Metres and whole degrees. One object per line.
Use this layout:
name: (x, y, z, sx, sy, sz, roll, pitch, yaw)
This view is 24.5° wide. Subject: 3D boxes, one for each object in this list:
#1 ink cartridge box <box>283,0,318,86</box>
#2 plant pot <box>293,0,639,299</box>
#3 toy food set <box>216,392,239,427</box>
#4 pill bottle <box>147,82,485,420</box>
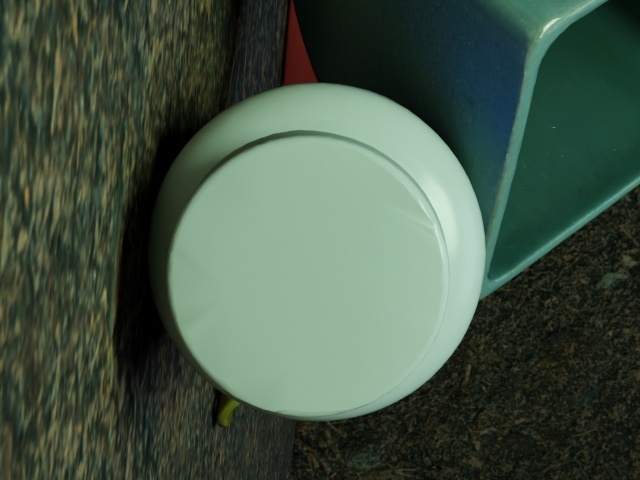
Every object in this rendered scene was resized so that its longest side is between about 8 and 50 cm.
ink cartridge box: (0.010, -0.225, 1.488, 0.231, 0.078, 0.134, -79, 174, -74)
plant pot: (0.111, -0.170, 0.896, 0.248, 0.252, 0.247, -34, 153, -22)
toy food set: (-0.032, 0.040, 1.128, 0.128, 0.071, 0.218, 93, 3, -64)
pill bottle: (0.000, 0.000, 0.703, 0.272, 0.152, 0.152, -71, 167, -84)
